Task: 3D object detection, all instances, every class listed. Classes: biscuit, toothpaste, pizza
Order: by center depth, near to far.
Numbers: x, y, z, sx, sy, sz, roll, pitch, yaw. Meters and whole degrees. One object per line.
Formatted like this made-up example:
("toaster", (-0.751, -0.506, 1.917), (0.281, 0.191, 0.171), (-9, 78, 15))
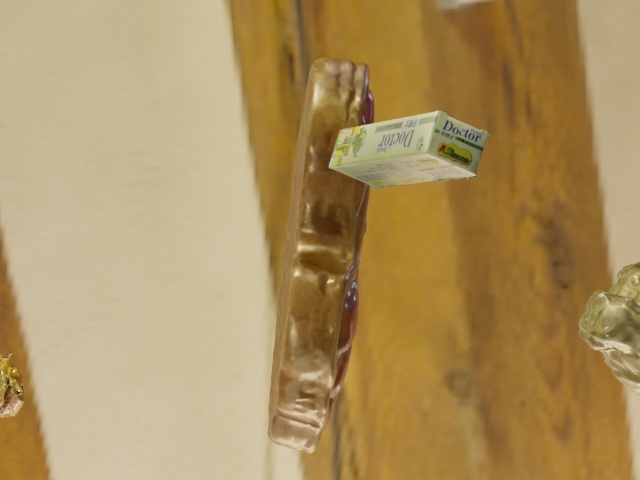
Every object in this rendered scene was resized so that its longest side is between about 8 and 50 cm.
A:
("pizza", (-0.166, 0.074, 0.936), (0.016, 0.083, 0.037), (-10, -85, -22))
("toothpaste", (0.061, -0.063, 1.307), (0.046, 0.164, 0.034), (22, -100, -22))
("biscuit", (0.000, 0.000, 1.594), (0.381, 0.074, 0.359), (105, 170, -52))

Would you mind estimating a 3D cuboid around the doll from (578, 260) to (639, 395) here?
("doll", (0.252, 0.049, 0.808), (0.202, 0.286, 0.091), (7, -90, -24))
